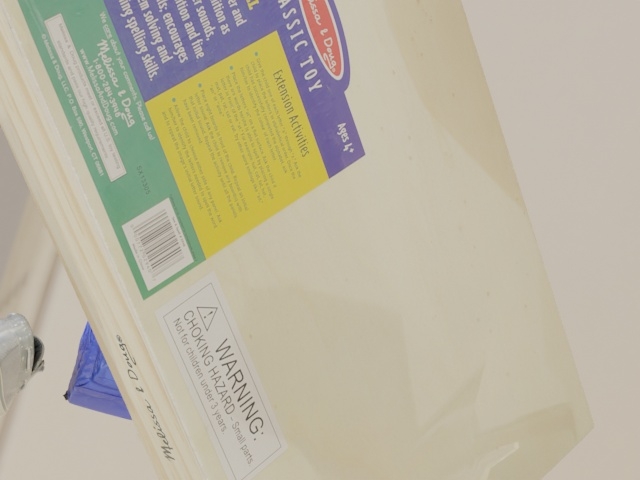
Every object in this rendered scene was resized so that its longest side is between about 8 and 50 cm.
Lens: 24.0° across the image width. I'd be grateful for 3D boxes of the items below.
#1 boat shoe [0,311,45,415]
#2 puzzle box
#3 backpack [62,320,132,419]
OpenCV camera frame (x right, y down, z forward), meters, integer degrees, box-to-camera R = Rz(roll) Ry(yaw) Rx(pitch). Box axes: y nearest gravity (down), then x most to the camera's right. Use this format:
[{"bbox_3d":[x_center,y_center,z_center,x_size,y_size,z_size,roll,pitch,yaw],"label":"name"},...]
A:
[{"bbox_3d":[-0.332,0.132,1.606,0.081,0.079,0.227,-21,167,-15],"label":"boat shoe"},{"bbox_3d":[0.000,0.000,0.802,0.052,0.272,0.409,4,121,49],"label":"puzzle box"},{"bbox_3d":[-0.216,0.124,1.665,0.098,0.120,0.101,20,147,-17],"label":"backpack"}]
